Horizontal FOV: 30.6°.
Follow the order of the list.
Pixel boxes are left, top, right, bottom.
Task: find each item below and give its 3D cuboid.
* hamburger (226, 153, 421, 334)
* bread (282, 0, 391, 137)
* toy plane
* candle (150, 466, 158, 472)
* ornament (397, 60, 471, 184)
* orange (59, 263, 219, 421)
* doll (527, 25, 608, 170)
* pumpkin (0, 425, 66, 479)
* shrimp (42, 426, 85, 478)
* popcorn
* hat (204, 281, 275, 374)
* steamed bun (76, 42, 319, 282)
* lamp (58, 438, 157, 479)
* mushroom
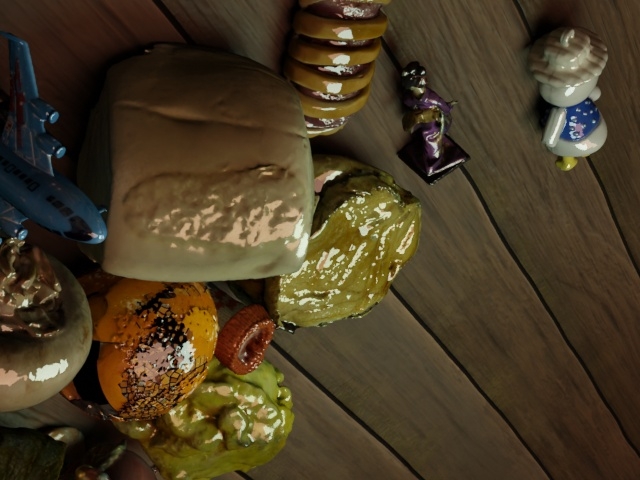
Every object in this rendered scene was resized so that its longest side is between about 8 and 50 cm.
[{"bbox_3d":[-0.001,0.002,1.646,0.285,0.134,0.266,21,102,-54],"label":"hamburger"},{"bbox_3d":[0.021,-0.236,1.498,0.134,0.081,0.225,-13,130,-34],"label":"bread"},{"bbox_3d":[-0.325,-0.076,1.213,0.254,0.271,0.105,-60,172,17],"label":"toy plane"},{"bbox_3d":[-0.215,0.335,1.827,0.167,0.021,0.026,-30,137,-18],"label":"candle"},{"bbox_3d":[0.145,-0.185,1.652,0.088,0.081,0.203,-36,137,-12],"label":"ornament"},{"bbox_3d":[-0.237,0.118,1.462,0.234,0.234,0.182,-33,117,-14],"label":"orange"},{"bbox_3d":[0.385,-0.222,1.806,0.138,0.119,0.293,-43,147,-15],"label":"doll"},{"bbox_3d":[-0.463,0.367,1.445,0.232,0.325,0.242,22,146,-18],"label":"pumpkin"},{"bbox_3d":[-0.404,0.357,1.670,0.126,0.047,0.223,5,119,-54],"label":"shrimp"},{"bbox_3d":[-0.169,0.235,1.679,0.266,0.192,0.233,13,132,-20],"label":"popcorn"},{"bbox_3d":[-0.143,0.098,1.578,0.094,0.162,0.112,-49,159,-14],"label":"hat"},{"bbox_3d":[-0.144,-0.094,1.365,0.290,0.273,0.272,-8,103,-17],"label":"steamed bun"},{"bbox_3d":[-0.305,0.385,1.657,0.151,0.215,0.223,-39,126,-38],"label":"lamp"},{"bbox_3d":[-0.360,0.081,1.283,0.226,0.226,0.178,-8,145,-36],"label":"mushroom"}]
